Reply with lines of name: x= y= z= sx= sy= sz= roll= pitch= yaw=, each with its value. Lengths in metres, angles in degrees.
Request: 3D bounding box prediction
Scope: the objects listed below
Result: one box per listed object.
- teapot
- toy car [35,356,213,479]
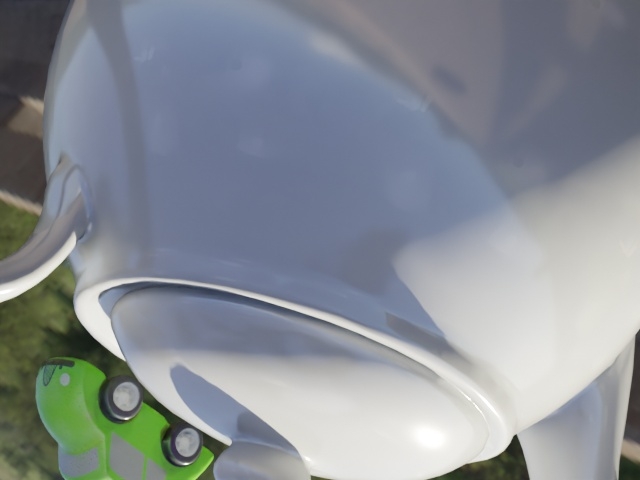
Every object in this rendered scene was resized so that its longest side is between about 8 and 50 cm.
teapot: x=0.000 y=0.000 z=0.432 sx=0.256 sy=0.187 sz=0.252 roll=12 pitch=155 yaw=19
toy car: x=-0.066 y=0.141 z=0.645 sx=0.225 sy=0.053 sz=0.239 roll=42 pitch=149 yaw=-27
